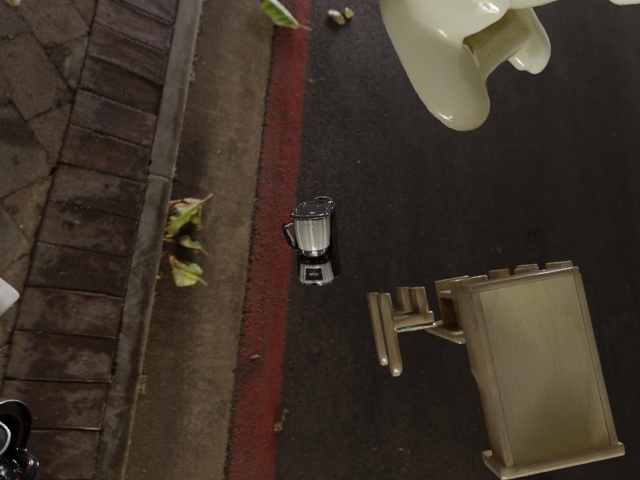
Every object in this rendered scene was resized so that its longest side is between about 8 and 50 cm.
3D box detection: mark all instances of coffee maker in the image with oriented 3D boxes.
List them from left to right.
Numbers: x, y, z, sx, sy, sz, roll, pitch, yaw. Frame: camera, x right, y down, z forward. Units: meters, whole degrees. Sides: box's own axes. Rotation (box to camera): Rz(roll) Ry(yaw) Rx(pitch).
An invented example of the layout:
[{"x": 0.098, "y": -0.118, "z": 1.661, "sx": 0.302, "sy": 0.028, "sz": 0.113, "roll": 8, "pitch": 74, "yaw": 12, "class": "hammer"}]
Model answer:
[{"x": 0.000, "y": 0.000, "z": 1.197, "sx": 0.171, "sy": 0.120, "sz": 0.178, "roll": -31, "pitch": 123, "yaw": -50, "class": "coffee maker"}]

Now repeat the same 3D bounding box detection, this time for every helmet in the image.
[{"x": -0.577, "y": 0.357, "z": 0.840, "sx": 0.169, "sy": 0.161, "sz": 0.169, "roll": -27, "pitch": 136, "yaw": -30, "class": "helmet"}]

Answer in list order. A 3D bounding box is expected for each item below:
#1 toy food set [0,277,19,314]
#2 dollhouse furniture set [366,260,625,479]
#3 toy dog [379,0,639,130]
[{"x": -0.622, "y": 0.114, "z": 0.684, "sx": 0.306, "sy": 0.092, "sz": 0.220, "roll": -44, "pitch": 109, "yaw": -1, "class": "toy food set"}, {"x": 0.181, "y": 0.119, "z": 0.529, "sx": 0.212, "sy": 0.242, "sz": 0.161, "roll": -10, "pitch": 86, "yaw": -3, "class": "dollhouse furniture set"}, {"x": 0.246, "y": -0.353, "z": 0.404, "sx": 0.284, "sy": 0.408, "sz": 0.395, "roll": -29, "pitch": 91, "yaw": -40, "class": "toy dog"}]
